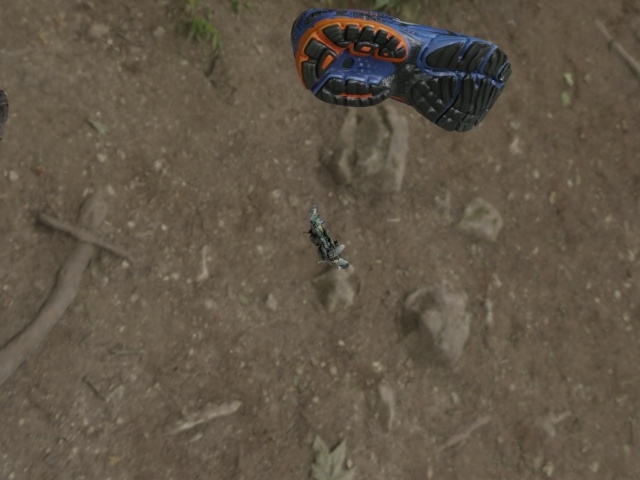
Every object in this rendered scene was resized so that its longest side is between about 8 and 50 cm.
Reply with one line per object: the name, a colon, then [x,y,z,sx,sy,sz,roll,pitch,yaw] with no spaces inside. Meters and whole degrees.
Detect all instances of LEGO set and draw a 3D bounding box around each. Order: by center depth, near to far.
LEGO set: [0.001,0.002,0.490,0.054,0.023,0.083,63,-4,4]

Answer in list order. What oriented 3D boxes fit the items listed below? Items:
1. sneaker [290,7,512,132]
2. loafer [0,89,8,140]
sneaker: [0.072,-0.154,0.530,0.221,0.083,0.087,7,36,-33]
loafer: [-0.378,-0.114,0.652,0.076,0.078,0.223,4,16,-10]
